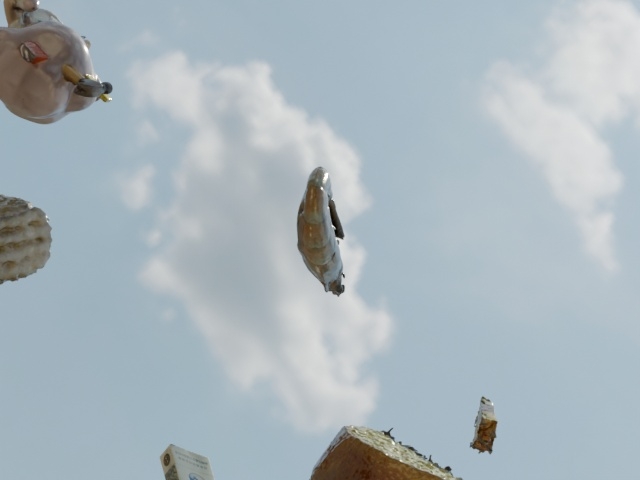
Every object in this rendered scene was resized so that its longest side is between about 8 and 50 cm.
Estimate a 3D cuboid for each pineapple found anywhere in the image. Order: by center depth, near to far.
[{"bbox_3d":[0.150,0.172,1.601,0.019,0.045,0.083,12,6,1],"label":"pineapple"}]

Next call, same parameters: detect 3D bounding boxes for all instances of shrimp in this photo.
[{"bbox_3d":[0.000,-0.016,2.493,0.254,0.059,0.145,69,19,-65],"label":"shrimp"}]

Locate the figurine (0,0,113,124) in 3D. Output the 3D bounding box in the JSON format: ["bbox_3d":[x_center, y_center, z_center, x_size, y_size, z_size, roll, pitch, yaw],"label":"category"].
[{"bbox_3d":[-0.296,-0.191,1.847,0.137,0.112,0.229,38,14,-31],"label":"figurine"}]

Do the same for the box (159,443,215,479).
[{"bbox_3d":[-0.138,0.259,1.868,0.054,0.024,0.083,27,24,-33],"label":"box"}]

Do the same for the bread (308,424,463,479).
[{"bbox_3d":[0.063,0.281,1.887,0.134,0.129,0.260,18,4,-40],"label":"bread"}]

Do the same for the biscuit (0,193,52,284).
[{"bbox_3d":[-0.453,0.026,1.568,0.144,0.426,0.078,15,-68,49],"label":"biscuit"}]
